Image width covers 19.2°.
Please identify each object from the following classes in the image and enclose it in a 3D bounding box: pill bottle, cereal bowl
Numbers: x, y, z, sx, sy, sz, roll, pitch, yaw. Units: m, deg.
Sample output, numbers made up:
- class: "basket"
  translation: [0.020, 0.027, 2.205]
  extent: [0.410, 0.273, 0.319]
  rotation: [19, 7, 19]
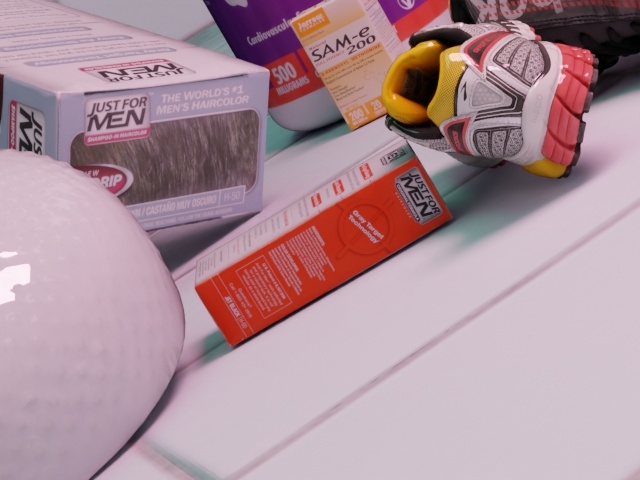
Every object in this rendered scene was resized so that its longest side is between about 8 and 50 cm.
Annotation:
- class: "pill bottle"
  translation: [-0.033, -0.264, 1.578]
  extent: [0.181, 0.323, 0.181]
  rotation: [-30, 11, 6]
- class: "cereal bowl"
  translation: [-0.253, 0.048, 1.027]
  extent: [0.339, 0.141, 0.339]
  rotation: [-18, 26, 9]

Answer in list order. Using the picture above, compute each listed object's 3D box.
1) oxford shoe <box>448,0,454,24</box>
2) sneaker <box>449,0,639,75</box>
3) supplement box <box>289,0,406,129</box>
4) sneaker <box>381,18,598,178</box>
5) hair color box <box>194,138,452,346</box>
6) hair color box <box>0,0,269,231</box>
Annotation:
- class: "oxford shoe"
  translation: [0.232, -0.247, 1.439]
  extent: [0.363, 0.130, 0.133]
  rotation: [-44, -23, -20]
- class: "sneaker"
  translation: [0.168, -0.145, 1.117]
  extent: [0.097, 0.135, 0.276]
  rotation: [0, 17, -37]
- class: "supplement box"
  translation: [0.029, -0.144, 1.472]
  extent: [0.062, 0.098, 0.036]
  rotation: [-25, 12, 27]
- class: "sneaker"
  translation: [0.076, -0.089, 1.043]
  extent: [0.092, 0.088, 0.225]
  rotation: [13, 1, -12]
- class: "hair color box"
  translation: [0.000, 0.000, 1.056]
  extent: [0.141, 0.043, 0.072]
  rotation: [-31, 11, 4]
- class: "hair color box"
  translation: [-0.229, -0.107, 1.431]
  extent: [0.185, 0.114, 0.374]
  rotation: [-12, 23, -40]
